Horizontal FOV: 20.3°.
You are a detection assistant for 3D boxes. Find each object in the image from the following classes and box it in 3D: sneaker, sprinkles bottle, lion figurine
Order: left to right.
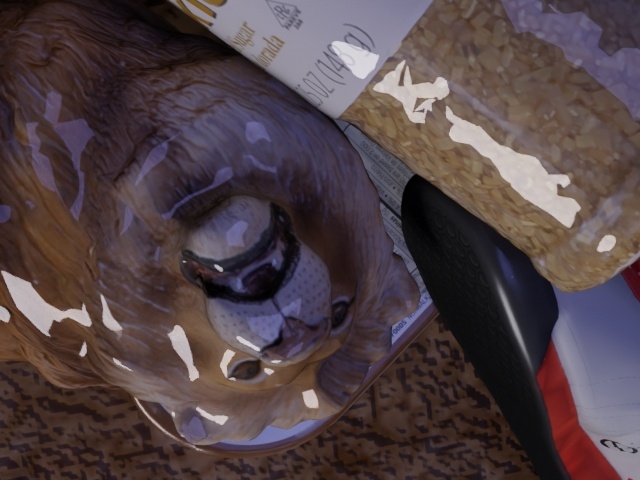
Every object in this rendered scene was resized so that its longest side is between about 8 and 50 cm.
[{"bbox_3d":[-0.182,0.015,0.580,0.392,0.142,0.240,-23,122,13],"label":"lion figurine"},{"bbox_3d":[-0.033,-0.131,0.512,0.355,0.121,0.121,35,96,-4],"label":"sprinkles bottle"},{"bbox_3d":[0.135,0.029,0.672,0.145,0.090,0.270,-36,134,-4],"label":"sneaker"}]

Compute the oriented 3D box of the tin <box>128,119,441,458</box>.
[{"bbox_3d":[0.000,0.000,0.675,0.106,0.040,0.190,42,93,-20],"label":"tin"}]
